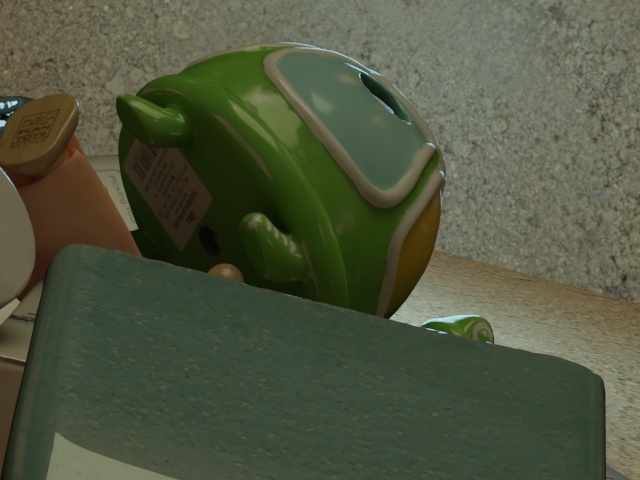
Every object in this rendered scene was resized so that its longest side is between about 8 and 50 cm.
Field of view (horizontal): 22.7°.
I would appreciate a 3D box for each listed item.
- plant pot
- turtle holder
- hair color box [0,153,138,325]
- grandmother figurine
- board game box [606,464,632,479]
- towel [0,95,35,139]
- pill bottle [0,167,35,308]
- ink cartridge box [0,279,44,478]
[{"bbox_3d":[-0.027,0.188,0.621,0.247,0.248,0.252,13,26,-5],"label":"plant pot"},{"bbox_3d":[-0.004,-0.018,1.231,0.227,0.243,0.320,-29,46,-33],"label":"turtle holder"},{"bbox_3d":[-0.152,0.024,1.398,0.374,0.113,0.185,-6,53,-34],"label":"hair color box"},{"bbox_3d":[-0.147,0.055,1.139,0.207,0.342,0.104,-6,40,23],"label":"grandmother figurine"},{"bbox_3d":[0.148,0.220,1.157,0.224,0.097,0.303,10,10,-25],"label":"board game box"},{"bbox_3d":[-0.404,-0.038,1.466,0.312,0.056,0.324,-29,3,4],"label":"towel"},{"bbox_3d":[-0.295,0.044,0.914,0.272,0.152,0.152,-32,-18,29],"label":"pill bottle"},{"bbox_3d":[-0.124,0.140,0.963,0.168,0.171,0.233,14,9,-3],"label":"ink cartridge box"}]
